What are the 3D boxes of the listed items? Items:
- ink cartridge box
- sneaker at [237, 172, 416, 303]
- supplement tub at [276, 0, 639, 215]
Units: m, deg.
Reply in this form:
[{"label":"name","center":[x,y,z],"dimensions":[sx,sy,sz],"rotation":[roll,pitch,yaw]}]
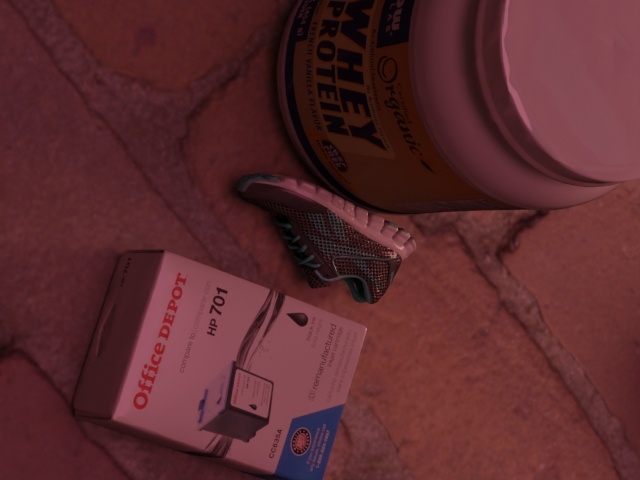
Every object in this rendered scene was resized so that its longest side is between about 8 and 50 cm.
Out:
[{"label":"ink cartridge box","center":[-0.077,0.101,1.466],"dimensions":[0.191,0.082,0.139],"rotation":[22,79,-28]},{"label":"sneaker","center":[0.000,0.000,1.522],"dimensions":[0.166,0.065,0.076],"rotation":[26,82,-24]},{"label":"supplement tub","center":[0.129,-0.135,1.447],"dimensions":[0.228,0.316,0.228],"rotation":[1,89,-29]}]
